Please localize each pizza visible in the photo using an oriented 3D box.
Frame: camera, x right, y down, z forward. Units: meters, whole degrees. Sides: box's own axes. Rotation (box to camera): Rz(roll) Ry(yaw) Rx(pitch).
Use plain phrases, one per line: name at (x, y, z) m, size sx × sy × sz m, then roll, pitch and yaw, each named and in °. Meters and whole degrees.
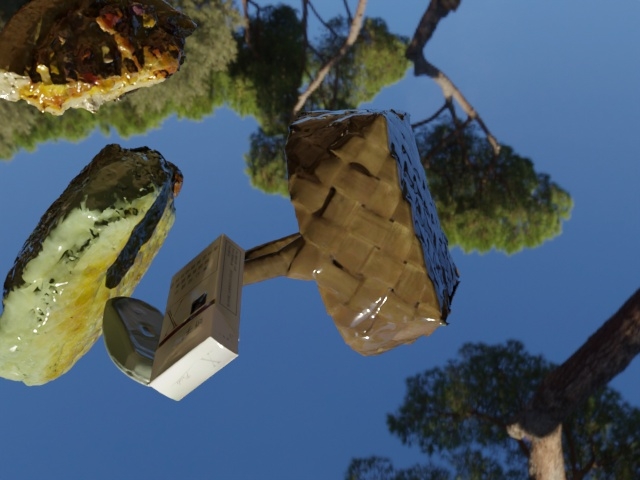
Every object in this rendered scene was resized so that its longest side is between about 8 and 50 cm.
pizza at (-0.209, -0.192, 0.639) m, size 0.058 × 0.127 × 0.246 m, roll -12°, pitch -174°, yaw 42°

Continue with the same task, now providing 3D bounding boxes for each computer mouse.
computer mouse at (-0.230, 0.140, 0.853) m, size 0.089 × 0.056 × 0.182 m, roll 13°, pitch -160°, yaw -36°

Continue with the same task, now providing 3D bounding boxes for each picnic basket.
picnic basket at (0.000, 0.000, 0.897) m, size 0.337 × 0.338 × 0.293 m, roll 7°, pitch -168°, yaw 15°

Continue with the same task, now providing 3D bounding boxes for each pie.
pie at (-0.356, 0.024, 0.993) m, size 0.180 × 0.418 × 0.395 m, roll 31°, pitch -86°, yaw -10°

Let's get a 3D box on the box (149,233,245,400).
box at (-0.115, 0.070, 0.641) m, size 0.084 × 0.040 × 0.154 m, roll -36°, pitch -151°, yaw 20°
